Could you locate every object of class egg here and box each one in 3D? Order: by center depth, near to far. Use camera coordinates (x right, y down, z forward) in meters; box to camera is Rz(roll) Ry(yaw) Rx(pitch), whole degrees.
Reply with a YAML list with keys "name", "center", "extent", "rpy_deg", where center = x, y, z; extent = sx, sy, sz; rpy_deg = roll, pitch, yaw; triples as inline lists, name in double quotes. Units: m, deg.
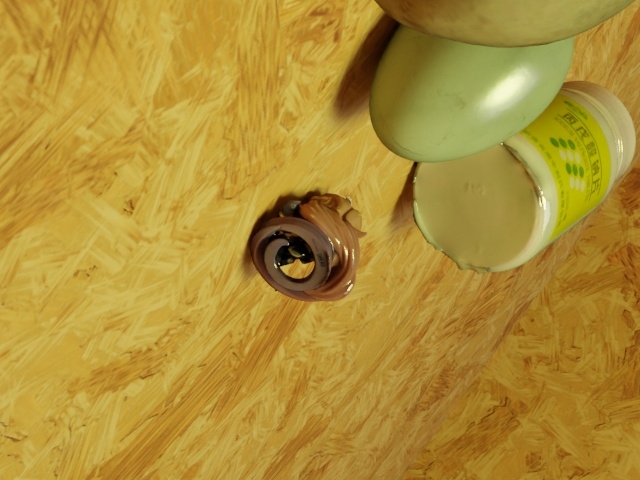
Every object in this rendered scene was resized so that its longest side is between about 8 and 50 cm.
- name: "egg"
  center: [0.164, -0.191, 1.312]
  extent: [0.264, 0.183, 0.183]
  rpy_deg: [-42, 158, -14]

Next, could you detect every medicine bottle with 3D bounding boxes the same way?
- name: "medicine bottle"
  center: [0.308, -0.106, 1.741]
  extent: [0.379, 0.213, 0.213]
  rpy_deg: [-30, 149, -51]

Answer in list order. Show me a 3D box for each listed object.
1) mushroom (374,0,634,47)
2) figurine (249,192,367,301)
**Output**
- name: "mushroom"
  center: [0.153, -0.313, 0.991]
  extent: [0.297, 0.297, 0.290]
  rpy_deg: [-45, 131, -26]
- name: "figurine"
  center: [0.005, 0.000, 1.367]
  extent: [0.114, 0.126, 0.157]
  rpy_deg: [-12, -164, 45]
